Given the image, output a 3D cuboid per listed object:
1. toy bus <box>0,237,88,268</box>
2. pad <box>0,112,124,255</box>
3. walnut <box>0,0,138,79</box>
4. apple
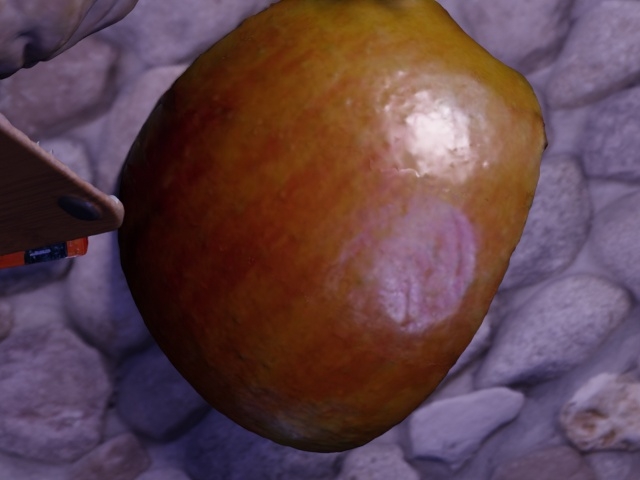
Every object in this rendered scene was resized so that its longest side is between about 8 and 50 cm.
[{"bbox_3d":[-0.206,-0.001,1.192,0.110,0.043,0.031,-10,126,-13],"label":"toy bus"},{"bbox_3d":[-0.290,-0.063,1.014,0.286,0.018,0.284,-11,142,45],"label":"pad"},{"bbox_3d":[-0.194,-0.193,0.964,0.224,0.224,0.224,-10,127,-13],"label":"walnut"},{"bbox_3d":[0.000,0.000,1.217,0.179,0.254,0.346,-21,145,-60],"label":"apple"}]
